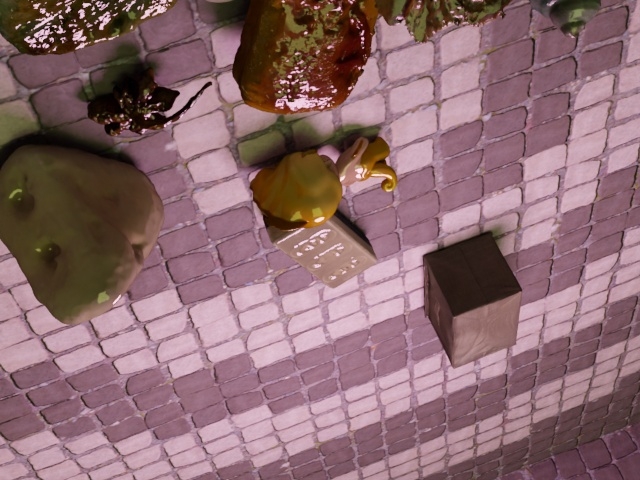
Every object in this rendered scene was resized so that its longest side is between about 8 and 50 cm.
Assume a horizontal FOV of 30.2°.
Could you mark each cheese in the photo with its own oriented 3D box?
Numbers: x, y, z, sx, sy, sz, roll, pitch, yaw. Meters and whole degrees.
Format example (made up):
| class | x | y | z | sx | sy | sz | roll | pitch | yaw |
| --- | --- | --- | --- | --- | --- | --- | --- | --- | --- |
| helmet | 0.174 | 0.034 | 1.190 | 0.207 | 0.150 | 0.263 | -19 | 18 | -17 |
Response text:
| class | x | y | z | sx | sy | sz | roll | pitch | yaw |
| --- | --- | --- | --- | --- | --- | --- | --- | --- | --- |
| cheese | -0.326 | -0.002 | 1.698 | 0.173 | 0.251 | 0.248 | -40 | 161 | 27 |

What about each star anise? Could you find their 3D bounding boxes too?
| class | x | y | z | sx | sy | sz | roll | pitch | yaw |
| --- | --- | --- | --- | --- | --- | --- | --- | --- | --- |
| star anise | -0.225 | -0.186 | 1.604 | 0.190 | 0.070 | 0.097 | -26 | 140 | 28 |

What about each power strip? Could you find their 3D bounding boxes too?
| class | x | y | z | sx | sy | sz | roll | pitch | yaw |
| --- | --- | --- | --- | --- | --- | --- | --- | --- | --- |
| power strip | 0.000 | 0.000 | 2.047 | 0.105 | 0.070 | 0.256 | -32 | 147 | 13 |

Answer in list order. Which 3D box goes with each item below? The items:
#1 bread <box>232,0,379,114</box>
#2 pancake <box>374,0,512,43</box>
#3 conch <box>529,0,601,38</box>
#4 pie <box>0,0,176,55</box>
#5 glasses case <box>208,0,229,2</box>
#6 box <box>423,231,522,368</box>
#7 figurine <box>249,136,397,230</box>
| class | x | y | z | sx | sy | sz | roll | pitch | yaw |
| --- | --- | --- | --- | --- | --- | --- | --- | --- | --- |
| bread | 0.010 | -0.323 | 1.507 | 0.185 | 0.109 | 0.380 | -5 | 138 | -25 |
| pancake | 0.159 | -0.357 | 1.454 | 0.212 | 0.056 | 0.257 | -10 | 127 | -18 |
| conch | 0.327 | -0.401 | 1.541 | 0.220 | 0.277 | 0.195 | 6 | 180 | 27 |
| pie | -0.247 | -0.308 | 1.349 | 0.277 | 0.078 | 0.277 | -29 | 168 | -7 |
| glasses case | -0.102 | -0.370 | 1.430 | 0.081 | 0.051 | 0.204 | -8 | 146 | -27 |
| box | 0.296 | 0.122 | 2.351 | 0.155 | 0.149 | 0.231 | -20 | 148 | -8 |
| figurine | 0.004 | -0.091 | 1.873 | 0.246 | 0.131 | 0.156 | -27 | 149 | -23 |
